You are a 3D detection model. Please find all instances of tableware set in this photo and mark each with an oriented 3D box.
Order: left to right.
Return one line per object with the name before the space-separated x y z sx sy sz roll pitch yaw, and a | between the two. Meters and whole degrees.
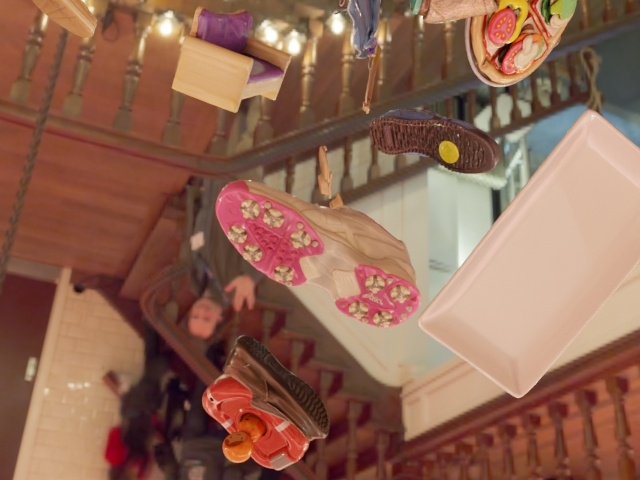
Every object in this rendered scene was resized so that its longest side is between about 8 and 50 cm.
tableware set | 0.019 -0.077 1.460 0.020 0.169 0.141 -12 165 -8

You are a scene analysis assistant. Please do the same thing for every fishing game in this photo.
fishing game | 0.032 -0.287 0.899 0.041 0.189 0.264 -2 136 13

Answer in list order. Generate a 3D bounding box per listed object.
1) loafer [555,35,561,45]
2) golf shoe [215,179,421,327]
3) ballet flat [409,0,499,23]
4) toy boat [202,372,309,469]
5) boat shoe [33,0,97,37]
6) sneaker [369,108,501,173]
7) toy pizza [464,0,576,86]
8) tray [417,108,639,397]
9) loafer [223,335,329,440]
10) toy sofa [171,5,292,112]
loafer | 0.358 -0.393 1.467 0.056 0.148 0.050 -36 -175 6
golf shoe | 0.000 0.000 1.137 0.306 0.140 0.115 32 126 -16
ballet flat | 0.149 -0.320 0.723 0.106 0.108 0.316 4 149 -1
toy boat | -0.141 0.371 1.649 0.231 0.151 0.151 48 127 -6
boat shoe | -0.309 -0.305 0.952 0.063 0.059 0.170 7 148 46
sneaker | 0.165 -0.143 1.132 0.209 0.082 0.069 19 125 44
toy pizza | 0.249 -0.276 1.002 0.032 0.201 0.201 35 174 39
tray | 0.230 0.016 0.846 0.145 0.030 0.270 36 98 -13
loafer | -0.075 0.258 1.418 0.078 0.220 0.080 -48 170 16
toy sofa | -0.177 -0.401 1.854 0.150 0.362 0.177 23 107 5
